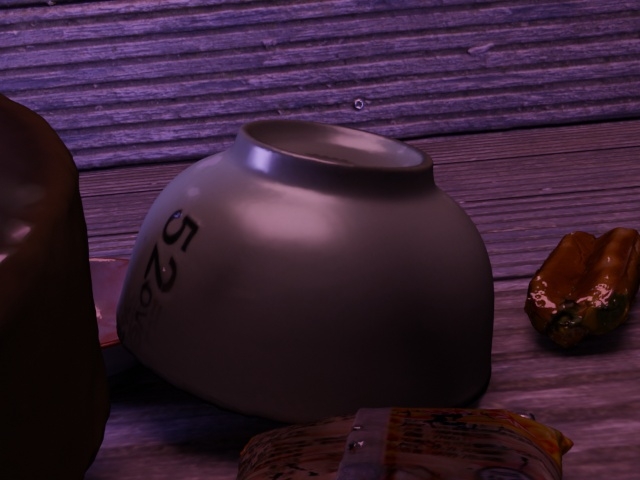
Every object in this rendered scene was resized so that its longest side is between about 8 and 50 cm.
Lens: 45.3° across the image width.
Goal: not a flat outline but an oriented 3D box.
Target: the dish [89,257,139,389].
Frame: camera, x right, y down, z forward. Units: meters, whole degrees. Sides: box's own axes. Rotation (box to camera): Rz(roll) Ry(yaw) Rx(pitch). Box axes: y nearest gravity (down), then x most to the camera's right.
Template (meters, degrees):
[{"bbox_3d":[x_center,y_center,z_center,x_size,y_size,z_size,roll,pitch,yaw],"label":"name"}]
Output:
[{"bbox_3d":[-0.256,0.097,0.773,0.260,0.085,0.260,0,17,0],"label":"dish"}]

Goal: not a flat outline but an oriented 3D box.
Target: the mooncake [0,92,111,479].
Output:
[{"bbox_3d":[-0.337,0.081,0.464,0.394,0.246,0.393,-1,32,1],"label":"mooncake"}]

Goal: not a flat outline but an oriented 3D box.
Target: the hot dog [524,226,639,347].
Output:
[{"bbox_3d":[0.282,0.043,0.820,0.115,0.072,0.269,3,17,29],"label":"hot dog"}]

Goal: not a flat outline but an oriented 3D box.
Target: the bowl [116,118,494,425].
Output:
[{"bbox_3d":[0.000,0.000,0.695,0.354,0.185,0.354,8,18,-3],"label":"bowl"}]

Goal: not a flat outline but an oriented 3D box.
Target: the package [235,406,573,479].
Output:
[{"bbox_3d":[0.043,0.150,0.402,0.223,0.108,0.288,-2,11,6],"label":"package"}]
